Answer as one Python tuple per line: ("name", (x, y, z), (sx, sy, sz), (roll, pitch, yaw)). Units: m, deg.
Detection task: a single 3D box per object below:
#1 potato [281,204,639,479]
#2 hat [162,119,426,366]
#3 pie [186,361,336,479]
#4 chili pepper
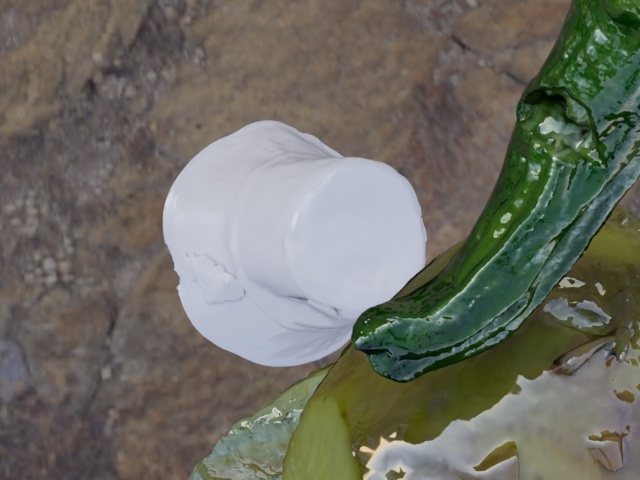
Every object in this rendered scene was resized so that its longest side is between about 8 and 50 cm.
("potato", (0.063, 0.120, 0.563), (0.176, 0.141, 0.298), (30, 72, -10))
("hat", (0.000, 0.000, 1.089), (0.203, 0.126, 0.203), (3, 84, -35))
("pie", (0.037, 0.156, 0.872), (0.257, 0.105, 0.274), (-9, 144, 2))
("chili pepper", (0.077, -0.030, 0.462), (0.050, 0.073, 0.182), (36, 116, 7))
